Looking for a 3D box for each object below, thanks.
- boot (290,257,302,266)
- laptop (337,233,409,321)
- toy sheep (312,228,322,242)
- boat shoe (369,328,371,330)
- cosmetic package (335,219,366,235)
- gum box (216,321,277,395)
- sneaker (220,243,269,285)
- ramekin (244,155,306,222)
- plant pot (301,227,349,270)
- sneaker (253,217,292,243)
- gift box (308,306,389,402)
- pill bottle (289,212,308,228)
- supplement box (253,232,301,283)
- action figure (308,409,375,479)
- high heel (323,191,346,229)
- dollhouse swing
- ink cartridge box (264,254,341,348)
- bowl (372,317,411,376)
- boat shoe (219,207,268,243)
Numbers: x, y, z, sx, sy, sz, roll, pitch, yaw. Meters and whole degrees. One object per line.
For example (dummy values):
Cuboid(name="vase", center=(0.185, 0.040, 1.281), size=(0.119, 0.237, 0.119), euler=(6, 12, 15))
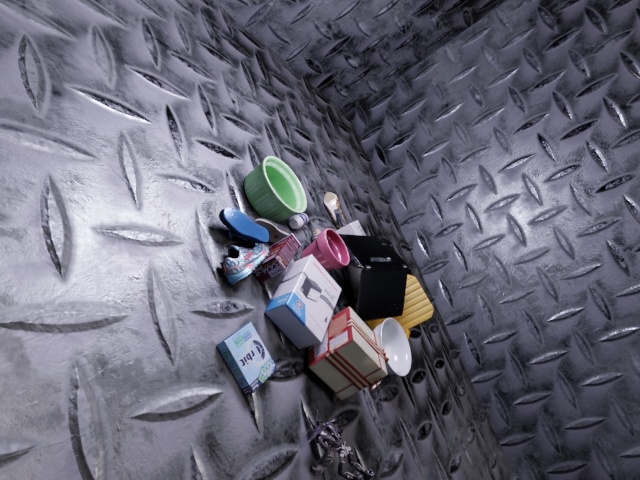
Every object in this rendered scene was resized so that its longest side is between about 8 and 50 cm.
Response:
Cuboid(name="boot", center=(-0.056, 0.150, 1.864), size=(0.152, 0.073, 0.197), euler=(60, 24, 1))
Cuboid(name="laptop", center=(0.266, 0.186, 2.134), size=(0.382, 0.236, 0.408), euler=(3, 39, -42))
Cuboid(name="toy sheep", center=(0.000, 0.000, 2.125), size=(0.091, 0.091, 0.132), euler=(-16, 83, -65))
Cuboid(name="boat shoe", center=(0.171, 0.456, 1.972), size=(0.228, 0.079, 0.081), euler=(31, 43, -37))
Cuboid(name="cosmetic package", center=(0.153, -0.004, 2.298), size=(0.151, 0.184, 0.151), euler=(61, 24, 1))
Cuboid(name="gum box", center=(-0.236, 0.380, 1.304), size=(0.184, 0.041, 0.157), euler=(60, 24, 0))
Cuboid(name="sneaker", center=(-0.282, 0.057, 1.496), size=(0.125, 0.104, 0.262), euler=(53, 25, -10))
Cuboid(name="ramekin", center=(-0.215, -0.229, 1.881), size=(0.303, 0.148, 0.303), euler=(43, 29, -32))
Cuboid(name="plant pot", center=(0.014, 0.069, 1.955), size=(0.201, 0.180, 0.201), euler=(43, 29, -32))
Cuboid(name="sneaker", center=(-0.219, -0.052, 1.792), size=(0.222, 0.083, 0.118), euler=(31, 18, -36))
Cuboid(name="gift box", center=(0.106, 0.477, 1.610), size=(0.258, 0.255, 0.276), euler=(48, 21, -21))
Cuboid(name="pill bottle", center=(-0.112, -0.097, 2.033), size=(0.067, 0.067, 0.120), euler=(59, 24, -3))
Cuboid(name="supplement box", center=(-0.178, 0.069, 1.650), size=(0.073, 0.130, 0.239), euler=(54, 24, -13))
Cuboid(name="action figure", center=(0.043, 0.724, 1.359), size=(0.276, 0.140, 0.164), euler=(42, 24, 27))
Cuboid(name="high heel", center=(0.092, -0.183, 2.545), size=(0.261, 0.093, 0.186), euler=(-112, 180, -47))
Cuboid(name="dollhouse swing", center=(0.440, 0.405, 2.259), size=(0.346, 0.305, 0.315), euler=(60, 24, -3))
Cuboid(name="ink cartridge box", center=(-0.059, 0.243, 1.630), size=(0.223, 0.129, 0.307), euler=(50, 36, -19))
Cuboid(name="bowl", center=(0.340, 0.562, 2.073), size=(0.298, 0.134, 0.297), euler=(34, 43, -40))
Cuboid(name="boat shoe", center=(-0.311, -0.038, 1.572), size=(0.258, 0.089, 0.108), euler=(42, 43, -45))
